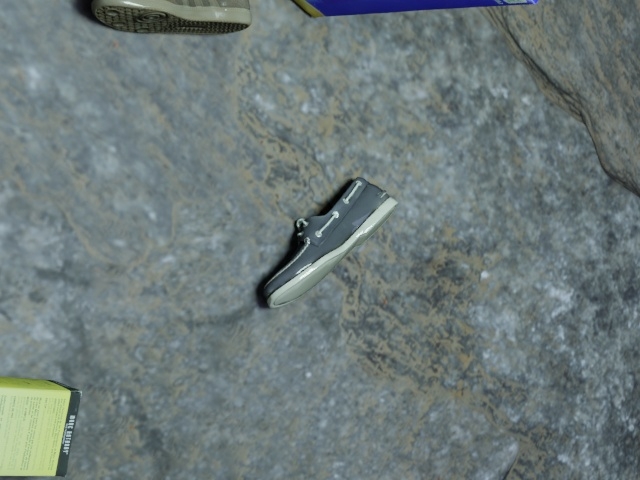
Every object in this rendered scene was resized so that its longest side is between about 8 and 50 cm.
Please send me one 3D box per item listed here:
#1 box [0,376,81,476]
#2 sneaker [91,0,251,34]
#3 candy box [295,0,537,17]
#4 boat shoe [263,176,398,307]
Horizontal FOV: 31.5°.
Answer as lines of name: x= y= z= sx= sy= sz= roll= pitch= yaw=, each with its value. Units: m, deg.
box: x=-0.331 y=0.163 z=1.012 sx=0.232 sy=0.058 sz=0.087 roll=10 pitch=90 yaw=-44
sneaker: x=-0.150 y=-0.247 z=1.125 sx=0.188 sy=0.066 sz=0.071 roll=-4 pitch=82 yaw=-48
candy box: x=0.034 y=-0.340 z=1.096 sx=0.268 sy=0.317 sz=0.122 roll=34 pitch=75 yaw=-40
boat shoe: x=0.000 y=0.000 z=1.310 sx=0.206 sy=0.075 sz=0.065 roll=-40 pitch=79 yaw=-26
